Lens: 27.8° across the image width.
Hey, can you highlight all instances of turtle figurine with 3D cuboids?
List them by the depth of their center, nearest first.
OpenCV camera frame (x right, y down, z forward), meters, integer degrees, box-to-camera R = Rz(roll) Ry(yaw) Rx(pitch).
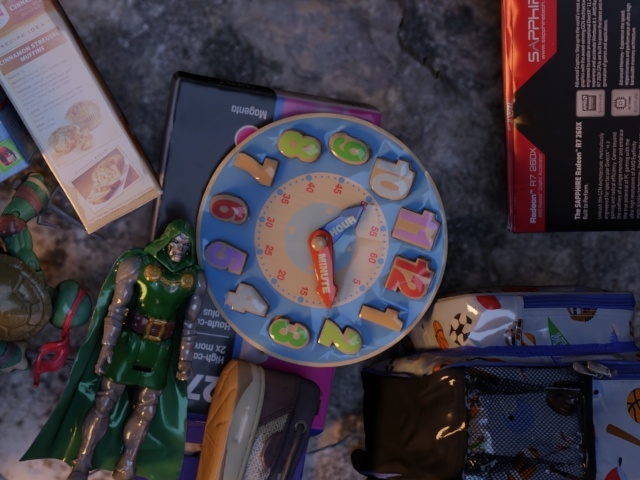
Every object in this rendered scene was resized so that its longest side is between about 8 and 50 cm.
[{"bbox_3d":[-0.267,0.027,1.056,0.234,0.118,0.175,19,98,-7],"label":"turtle figurine"}]

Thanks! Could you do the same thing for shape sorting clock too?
[{"bbox_3d":[0.000,0.000,1.045,0.206,0.040,0.206,0,94,4],"label":"shape sorting clock"}]

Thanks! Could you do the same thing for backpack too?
[{"bbox_3d":[0.182,0.142,1.090,0.263,0.276,0.213,9,87,-14],"label":"backpack"}]

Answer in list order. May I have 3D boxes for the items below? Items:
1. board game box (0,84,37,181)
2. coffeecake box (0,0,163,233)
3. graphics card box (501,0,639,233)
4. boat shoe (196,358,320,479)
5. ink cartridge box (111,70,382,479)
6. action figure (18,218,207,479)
[{"bbox_3d":[-0.286,-0.151,0.987,0.039,0.160,0.211,-29,104,-1],"label":"board game box"},{"bbox_3d":[-0.201,-0.111,1.018,0.068,0.142,0.185,-30,105,-3],"label":"coffeecake box"},{"bbox_3d":[0.336,-0.127,1.060,0.371,0.094,0.233,-1,113,10],"label":"graphics card box"},{"bbox_3d":[-0.062,0.242,1.077,0.092,0.103,0.285,10,94,-11],"label":"boat shoe"},{"bbox_3d":[-0.068,0.051,1.118,0.176,0.069,0.371,8,102,-11],"label":"ink cartridge box"},{"bbox_3d":[-0.145,0.091,1.045,0.137,0.063,0.232,11,103,-27],"label":"action figure"}]
